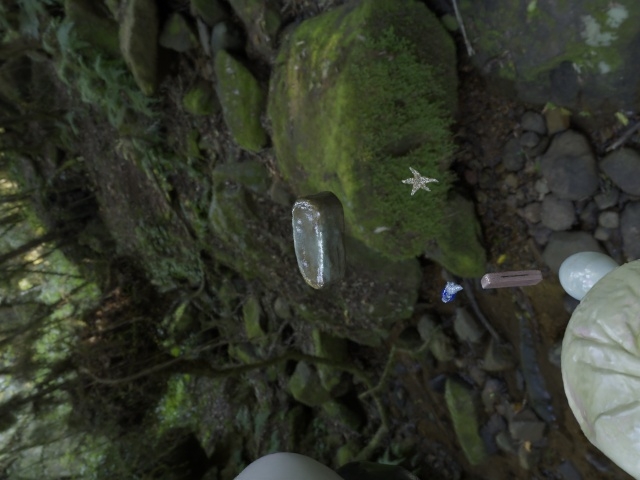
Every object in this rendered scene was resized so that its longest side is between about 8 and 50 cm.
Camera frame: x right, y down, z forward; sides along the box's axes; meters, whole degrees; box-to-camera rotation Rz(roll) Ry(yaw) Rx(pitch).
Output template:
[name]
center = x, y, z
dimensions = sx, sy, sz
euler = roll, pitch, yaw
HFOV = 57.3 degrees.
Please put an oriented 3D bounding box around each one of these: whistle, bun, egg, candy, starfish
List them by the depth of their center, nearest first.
[bun]
center = 0.357, 0.116, 0.544
dimensions = 0.244, 0.243, 0.153
euler = 57, 172, 30
[whistle]
center = 0.267, 0.107, 1.203
dimensions = 0.033, 0.029, 0.083
euler = 22, 153, 7
[candy]
center = 0.000, 0.000, 1.448
dimensions = 0.102, 0.104, 0.234
euler = 16, 115, 44
[starfish]
center = 0.253, -0.153, 1.490
dimensions = 0.016, 0.092, 0.086
euler = -76, -24, -43
[egg]
center = 0.786, 0.106, 1.714
dimensions = 0.151, 0.151, 0.209
euler = 69, 166, -10

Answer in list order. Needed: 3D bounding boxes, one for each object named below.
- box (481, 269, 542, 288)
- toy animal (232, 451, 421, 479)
[box]
center = 0.387, 0.078, 1.187
dimensions = 0.048, 0.115, 0.025
euler = 88, 178, -72
[toy animal]
center = -0.004, 0.268, 0.463
dimensions = 0.165, 0.235, 0.187
euler = -15, 65, 46
